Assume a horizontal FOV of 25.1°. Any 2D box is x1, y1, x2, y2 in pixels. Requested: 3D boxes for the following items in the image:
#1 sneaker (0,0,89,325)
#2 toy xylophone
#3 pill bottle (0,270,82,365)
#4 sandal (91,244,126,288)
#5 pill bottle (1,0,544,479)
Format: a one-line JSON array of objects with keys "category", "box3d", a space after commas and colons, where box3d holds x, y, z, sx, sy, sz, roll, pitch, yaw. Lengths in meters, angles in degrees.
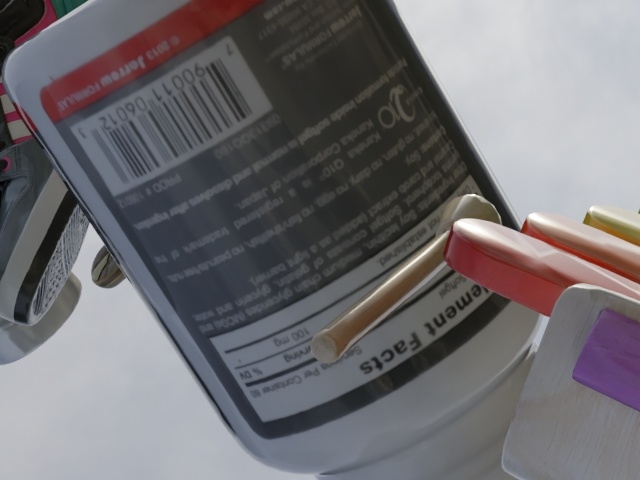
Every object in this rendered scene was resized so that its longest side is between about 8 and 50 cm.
[{"category": "sneaker", "box3d": [-0.238, -0.087, 1.018, 0.178, 0.123, 0.295, 15, -127, -5]}, {"category": "toy xylophone", "box3d": [0.135, 0.031, 0.523, 0.236, 0.081, 0.323, 22, -162, 10]}, {"category": "pill bottle", "box3d": [-0.336, -0.020, 1.258, 0.272, 0.152, 0.152, 52, -137, -26]}, {"category": "sandal", "box3d": [-0.144, -0.005, 1.393, 0.049, 0.180, 0.072, 45, -163, -32]}, {"category": "pill bottle", "box3d": [0.000, 0.000, 0.818, 0.363, 0.210, 0.210, 59, -136, -14]}]
